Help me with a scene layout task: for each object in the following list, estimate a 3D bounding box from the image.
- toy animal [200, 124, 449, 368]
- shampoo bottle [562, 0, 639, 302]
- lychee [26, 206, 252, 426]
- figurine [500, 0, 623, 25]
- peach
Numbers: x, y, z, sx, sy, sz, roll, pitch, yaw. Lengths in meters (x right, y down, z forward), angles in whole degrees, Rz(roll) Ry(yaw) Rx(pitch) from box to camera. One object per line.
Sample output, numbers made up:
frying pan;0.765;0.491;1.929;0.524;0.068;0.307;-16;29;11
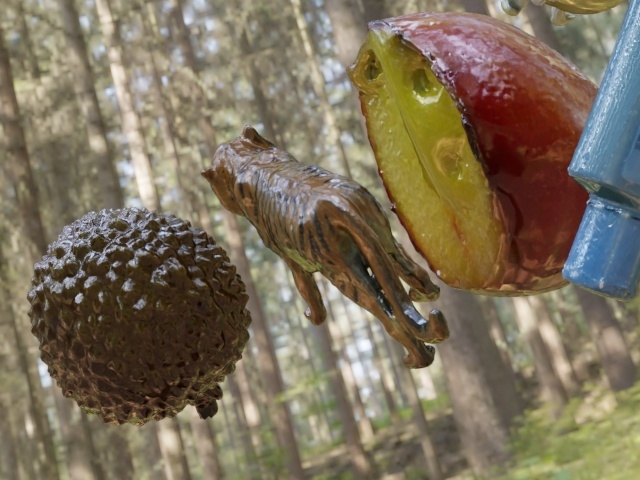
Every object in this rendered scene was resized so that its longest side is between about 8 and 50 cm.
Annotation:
toy animal;0.000;0.000;0.656;0.057;0.099;0.241;-41;23;-8
shampoo bottle;0.229;-0.086;0.840;0.103;0.259;0.061;16;6;-29
lychee;-0.156;0.073;1.114;0.200;0.200;0.238;-24;-56;18
figurine;0.271;-0.344;0.987;0.226;0.275;0.394;5;-49;-39
peach;0.165;-0.101;1.316;0.338;0.281;0.281;33;-40;-12
